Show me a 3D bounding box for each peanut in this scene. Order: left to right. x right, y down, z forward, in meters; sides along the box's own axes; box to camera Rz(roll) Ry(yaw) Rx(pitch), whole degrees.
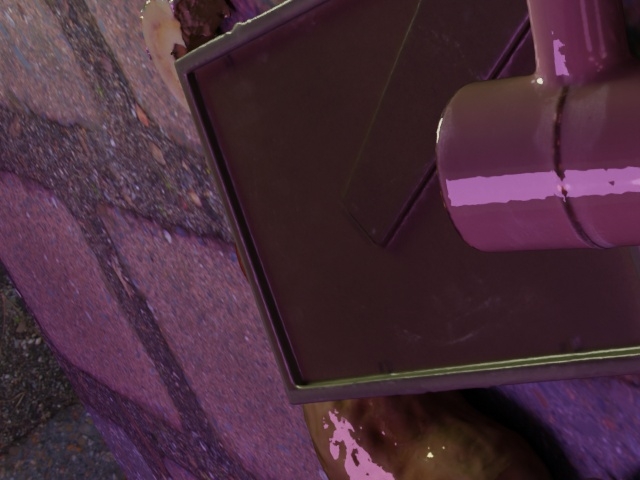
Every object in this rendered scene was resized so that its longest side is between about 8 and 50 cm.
[{"bbox_3d":[0.114,0.230,1.258,0.387,0.169,0.192,49,151,14],"label":"peanut"}]

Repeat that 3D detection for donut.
[{"bbox_3d":[-0.116,-0.181,1.267,0.108,0.065,0.166,23,143,52],"label":"donut"}]

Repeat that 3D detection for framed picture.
[{"bbox_3d":[0.056,-0.042,0.979,0.446,0.028,0.326,-14,97,54],"label":"framed picture"}]

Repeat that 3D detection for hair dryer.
[{"bbox_3d":[0.145,-0.163,0.711,0.189,0.107,0.344,-3,104,37],"label":"hair dryer"}]

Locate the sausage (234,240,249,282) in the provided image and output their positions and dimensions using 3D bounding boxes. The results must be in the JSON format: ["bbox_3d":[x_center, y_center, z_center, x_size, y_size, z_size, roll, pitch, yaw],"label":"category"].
[{"bbox_3d":[-0.002,0.001,1.221,0.133,0.133,0.258,60,157,-13],"label":"sausage"}]

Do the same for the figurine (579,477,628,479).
[{"bbox_3d":[0.254,0.249,1.100,0.132,0.132,0.154,60,171,-13],"label":"figurine"}]
